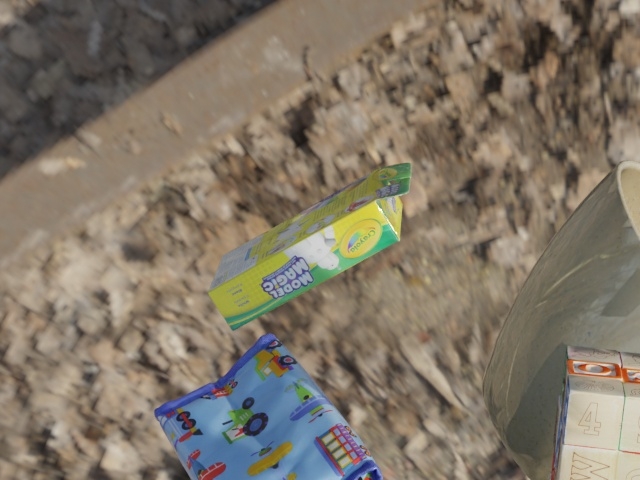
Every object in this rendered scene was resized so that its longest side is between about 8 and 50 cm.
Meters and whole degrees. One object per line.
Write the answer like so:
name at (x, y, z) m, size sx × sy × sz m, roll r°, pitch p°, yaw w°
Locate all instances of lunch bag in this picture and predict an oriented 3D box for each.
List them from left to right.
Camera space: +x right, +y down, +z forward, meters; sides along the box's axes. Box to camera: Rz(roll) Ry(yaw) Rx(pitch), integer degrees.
lunch bag at (0.003, 0.266, 1.649) m, size 0.138 × 0.293 × 0.221 m, roll -34°, pitch 37°, yaw -6°

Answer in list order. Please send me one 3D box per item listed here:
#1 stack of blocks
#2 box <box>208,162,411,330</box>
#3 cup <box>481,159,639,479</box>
stack of blocks at (0.224, 0.241, 1.483) m, size 0.087 × 0.171 × 0.297 m, roll 6°, pitch 103°, yaw 4°
box at (0.000, 0.000, 1.485) m, size 0.179 × 0.105 × 0.043 m, roll -31°, pitch 103°, yaw 13°
cup at (0.293, 0.124, 1.733) m, size 0.237 × 0.331 × 0.331 m, roll -38°, pitch 73°, yaw 22°
